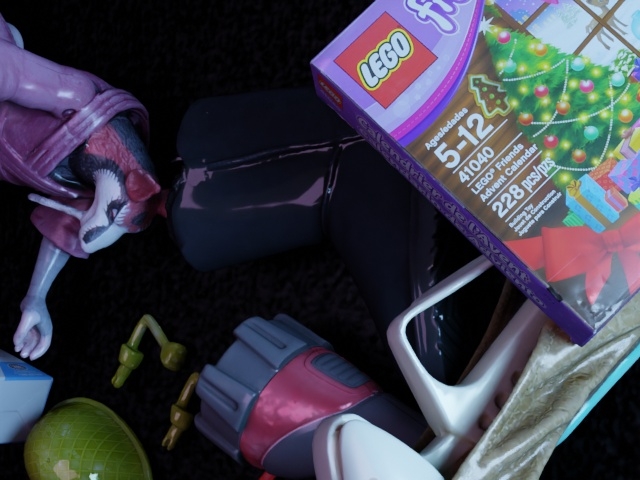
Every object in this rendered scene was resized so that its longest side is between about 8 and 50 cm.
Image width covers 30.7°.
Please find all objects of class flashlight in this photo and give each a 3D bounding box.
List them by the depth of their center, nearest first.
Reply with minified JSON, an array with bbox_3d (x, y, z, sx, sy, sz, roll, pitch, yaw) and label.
[{"bbox_3d":[0.056,0.162,0.734,0.304,0.103,0.103,34,73,26],"label":"flashlight"}]

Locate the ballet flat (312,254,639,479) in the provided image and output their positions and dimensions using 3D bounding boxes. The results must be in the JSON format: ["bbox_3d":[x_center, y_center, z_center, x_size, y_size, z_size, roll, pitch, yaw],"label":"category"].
[{"bbox_3d":[0.075,0.099,0.624,0.124,0.116,0.342,40,71,-9],"label":"ballet flat"}]

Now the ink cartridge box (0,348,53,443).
[{"bbox_3d":[-0.328,0.111,0.977,0.181,0.104,0.061,21,96,33],"label":"ink cartridge box"}]

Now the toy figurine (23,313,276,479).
[{"bbox_3d":[-0.132,0.214,0.774,0.362,0.217,0.191,47,109,27],"label":"toy figurine"}]

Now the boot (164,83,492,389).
[{"bbox_3d":[0.000,0.000,0.781,0.207,0.094,0.246,-13,71,27],"label":"boot"}]

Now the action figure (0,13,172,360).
[{"bbox_3d":[-0.245,-0.095,0.939,0.370,0.248,0.275,21,54,20],"label":"action figure"}]

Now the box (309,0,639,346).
[{"bbox_3d":[0.168,-0.117,0.615,0.293,0.057,0.201,-44,77,-6],"label":"box"}]
